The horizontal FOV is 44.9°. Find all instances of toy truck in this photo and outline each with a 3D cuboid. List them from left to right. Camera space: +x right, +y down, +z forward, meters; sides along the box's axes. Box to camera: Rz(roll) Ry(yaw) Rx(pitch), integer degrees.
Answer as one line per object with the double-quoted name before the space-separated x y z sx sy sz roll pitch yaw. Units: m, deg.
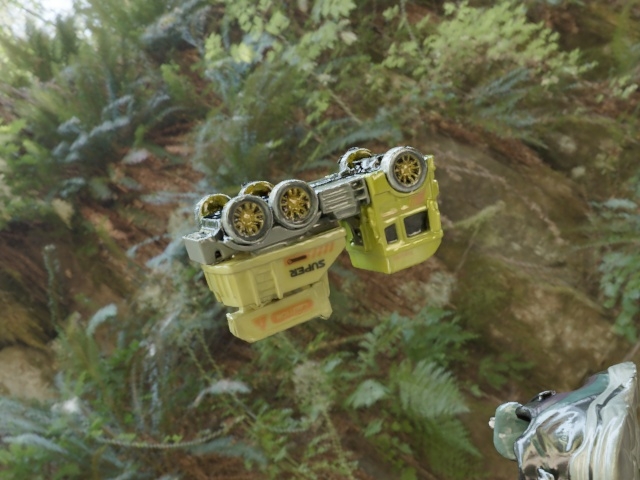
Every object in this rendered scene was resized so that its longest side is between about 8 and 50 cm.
"toy truck" 0.000 0.000 0.827 0.272 0.157 0.124 -19 12 -23

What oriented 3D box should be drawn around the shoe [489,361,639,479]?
"shoe" 0.160 0.127 0.515 0.169 0.099 0.071 -17 -79 -66
